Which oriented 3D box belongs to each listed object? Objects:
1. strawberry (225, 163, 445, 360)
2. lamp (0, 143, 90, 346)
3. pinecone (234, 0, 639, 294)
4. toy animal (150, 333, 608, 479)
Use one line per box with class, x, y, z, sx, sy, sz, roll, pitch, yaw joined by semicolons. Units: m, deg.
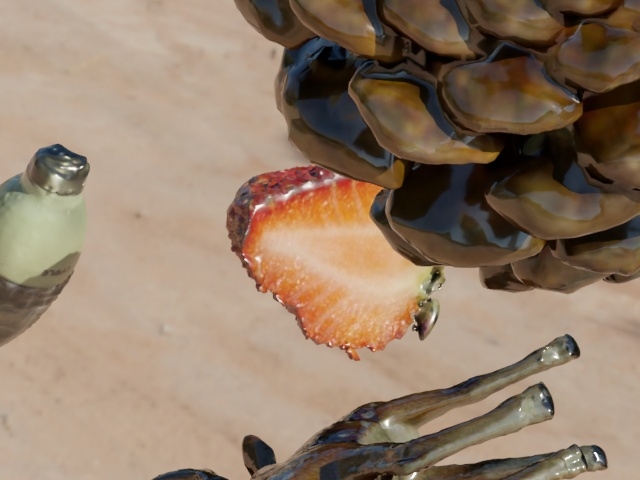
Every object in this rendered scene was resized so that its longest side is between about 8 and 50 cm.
strawberry;0.003;-0.006;1.364;0.106;0.175;0.236;18;-21;46
lamp;-0.266;0.013;1.478;0.101;0.250;0.101;19;36;-15
pinecone;0.086;-0.099;0.621;0.244;0.244;0.309;18;-22;10
toy animal;0.001;0.114;0.779;0.260;0.087;0.243;-21;-13;15
